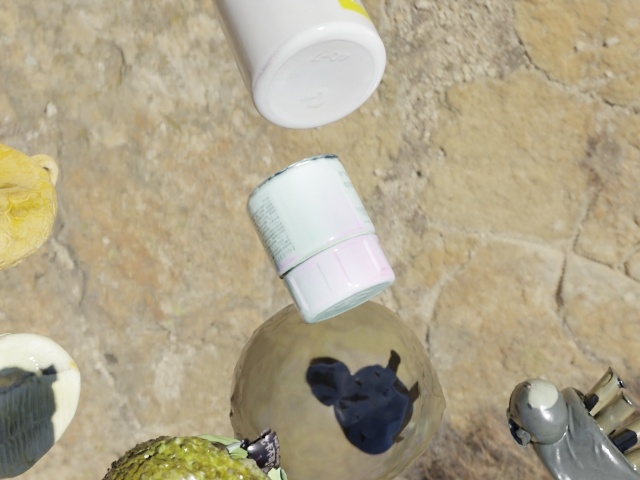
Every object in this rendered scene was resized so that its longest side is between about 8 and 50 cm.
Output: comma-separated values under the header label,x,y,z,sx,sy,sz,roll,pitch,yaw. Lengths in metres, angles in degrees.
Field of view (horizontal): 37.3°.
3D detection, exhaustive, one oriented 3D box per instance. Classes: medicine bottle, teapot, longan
label,x,y,z,sx,sy,sz,roll,pitch,yaw
medicine bottle,0.000,0.000,1.134,0.135,0.168,0.135,-25,167,-6
teapot,-0.447,-0.027,1.230,0.203,0.311,0.167,27,118,10
longan,0.022,0.304,1.848,0.404,0.403,0.436,-33,157,12
medicine bottle,-0.053,-0.356,1.442,0.208,0.339,0.208,-16,147,-10

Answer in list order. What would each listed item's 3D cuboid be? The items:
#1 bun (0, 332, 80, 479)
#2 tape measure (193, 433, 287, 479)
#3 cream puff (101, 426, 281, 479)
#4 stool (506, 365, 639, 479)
label,x,y,z,sx,sy,sz,roll,pitch,yaw
bun,-0.477,0.239,1.424,0.145,0.229,0.229,27,124,26
tape measure,-0.149,0.318,1.233,0.178,0.154,0.087,-17,115,-19
cream puff,-0.079,0.202,0.603,0.184,0.168,0.183,7,150,4
stool,0.330,0.240,1.148,0.139,0.153,0.228,-41,140,13
